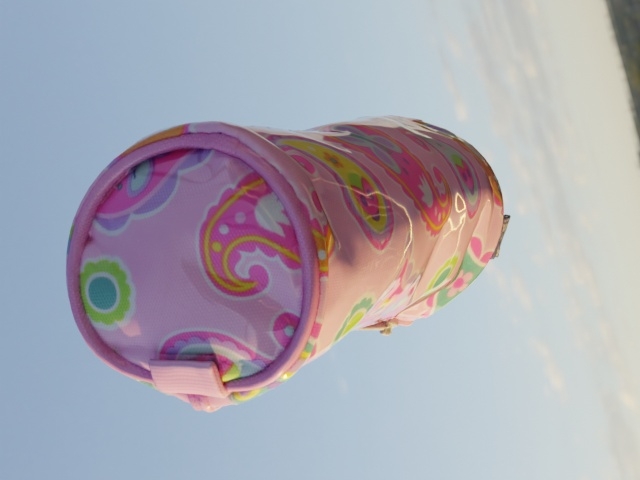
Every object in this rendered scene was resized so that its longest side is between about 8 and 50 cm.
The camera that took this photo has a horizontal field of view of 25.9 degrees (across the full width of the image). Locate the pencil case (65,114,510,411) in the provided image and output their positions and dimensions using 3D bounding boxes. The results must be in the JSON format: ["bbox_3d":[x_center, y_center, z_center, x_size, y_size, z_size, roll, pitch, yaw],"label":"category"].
[{"bbox_3d":[0.000,0.000,0.661,0.284,0.124,0.124,-12,-93,-68],"label":"pencil case"}]
